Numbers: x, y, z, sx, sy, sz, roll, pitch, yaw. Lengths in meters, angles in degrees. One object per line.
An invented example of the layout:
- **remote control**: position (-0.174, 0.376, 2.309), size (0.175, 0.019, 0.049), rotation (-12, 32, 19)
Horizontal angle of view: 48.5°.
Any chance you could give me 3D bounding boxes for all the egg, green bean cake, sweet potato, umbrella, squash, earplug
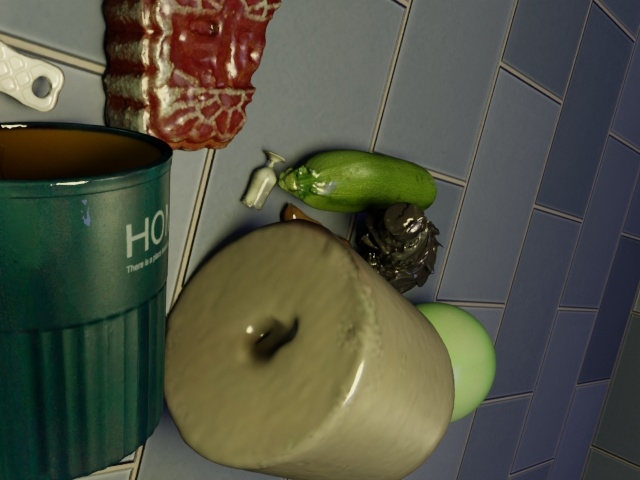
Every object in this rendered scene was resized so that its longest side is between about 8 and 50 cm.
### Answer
- **egg**: position (0.198, 0.223, 1.289), size (0.269, 0.220, 0.221), rotation (-1, 105, -45)
- **green bean cake**: position (-0.145, -0.219, 0.821), size (0.198, 0.097, 0.233), rotation (-8, 110, -47)
- **sweet potato**: position (-0.001, 0.002, 1.108), size (0.182, 0.054, 0.053), rotation (32, 89, -52)
- **umbrella**: position (0.108, 0.007, 1.114), size (0.154, 0.128, 0.336), rotation (-26, 164, 10)
- **squash**: position (0.071, -0.090, 1.118), size (0.378, 0.101, 0.101), rotation (-3, 107, -49)
- **earplug**: position (0.020, 0.185, 1.007), size (0.394, 0.312, 0.313), rotation (36, 77, -51)

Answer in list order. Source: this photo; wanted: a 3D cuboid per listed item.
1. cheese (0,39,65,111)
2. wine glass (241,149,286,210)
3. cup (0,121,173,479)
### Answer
- **cheese**: position (-0.342, -0.198, 0.625), size (0.248, 0.070, 0.164), rotation (-9, 112, -46)
- **wine glass**: position (-0.080, -0.084, 0.993), size (0.039, 0.042, 0.083), rotation (29, 84, -20)
- **cup**: position (-0.273, 0.042, 0.711), size (0.242, 0.308, 0.292), rotation (-1, 109, -15)
